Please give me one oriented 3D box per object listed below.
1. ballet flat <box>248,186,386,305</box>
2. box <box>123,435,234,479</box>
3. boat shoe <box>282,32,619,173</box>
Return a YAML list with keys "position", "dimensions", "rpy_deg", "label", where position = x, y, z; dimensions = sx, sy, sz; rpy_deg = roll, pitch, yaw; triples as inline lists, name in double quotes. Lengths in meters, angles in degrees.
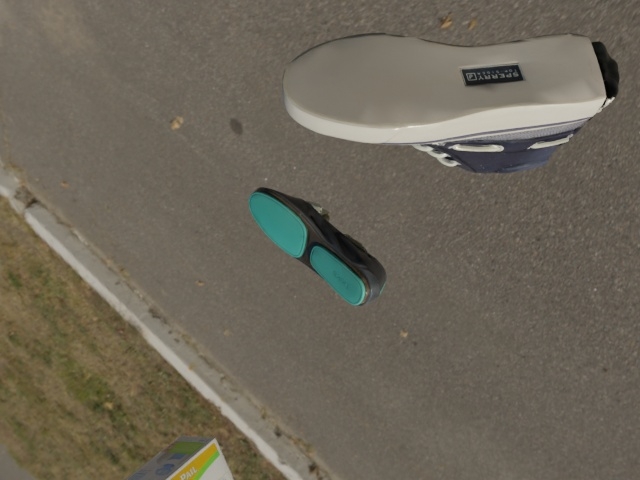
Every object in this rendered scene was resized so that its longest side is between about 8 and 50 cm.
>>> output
- position: [0.000, 0.000, 0.615]
  dimensions: [0.203, 0.074, 0.074]
  rpy_deg: [40, 137, 24]
  label: "ballet flat"
- position: [-0.258, 0.426, 0.839]
  dimensions: [0.114, 0.203, 0.103]
  rpy_deg: [-17, 98, 41]
  label: "box"
- position: [0.130, -0.132, 0.572]
  dimensions: [0.341, 0.127, 0.158]
  rpy_deg: [-1, 157, -1]
  label: "boat shoe"
